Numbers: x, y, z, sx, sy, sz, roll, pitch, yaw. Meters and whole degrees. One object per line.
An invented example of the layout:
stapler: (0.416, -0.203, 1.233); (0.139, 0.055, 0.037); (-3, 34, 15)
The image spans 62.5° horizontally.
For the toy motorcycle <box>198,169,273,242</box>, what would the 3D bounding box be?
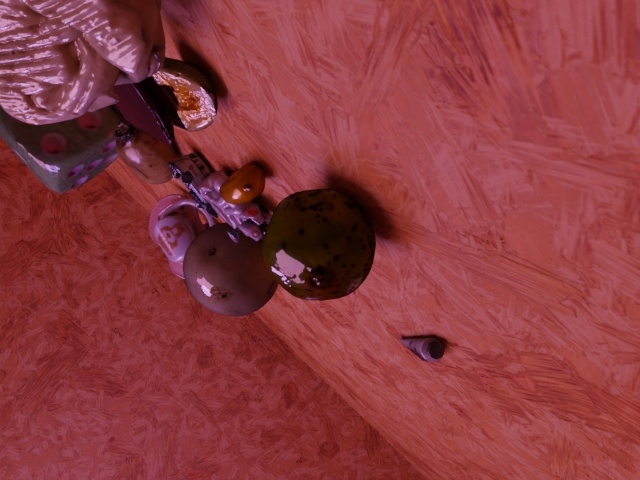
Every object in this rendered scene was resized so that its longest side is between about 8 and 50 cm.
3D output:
toy motorcycle: (-0.219, -0.095, 1.305); (0.260, 0.110, 0.170); (36, 160, 35)

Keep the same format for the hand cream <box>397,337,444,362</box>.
hand cream: (0.229, 0.247, 1.197); (0.080, 0.050, 0.234); (39, 169, 4)

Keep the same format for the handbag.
handbag: (-0.443, -0.364, 1.228); (0.260, 0.084, 0.275); (31, 159, 39)

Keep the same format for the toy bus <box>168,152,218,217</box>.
toy bus: (-0.328, -0.156, 1.443); (0.087, 0.089, 0.193); (26, 156, 50)

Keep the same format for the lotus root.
lotus root: (-0.502, -0.261, 1.512); (0.160, 0.146, 0.284); (21, 167, 11)

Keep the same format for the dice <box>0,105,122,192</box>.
dice: (-0.879, -0.378, 1.801); (0.322, 0.330, 0.318); (47, 159, -7)

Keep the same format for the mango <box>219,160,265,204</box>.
mango: (-0.172, -0.120, 1.142); (0.066, 0.101, 0.187); (51, 163, -23)

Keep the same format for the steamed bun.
steamed bun: (-0.375, -0.377, 0.773); (0.347, 0.237, 0.394); (21, 132, -12)

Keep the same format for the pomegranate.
pomegranate: (-0.018, 0.002, 0.917); (0.246, 0.198, 0.198); (23, 153, 52)

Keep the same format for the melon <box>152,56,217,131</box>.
melon: (-0.234, -0.278, 0.974); (0.128, 0.079, 0.160); (14, 150, 26)

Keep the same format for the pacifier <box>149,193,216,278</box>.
pacifier: (-0.494, -0.014, 1.952); (0.332, 0.221, 0.273); (56, 164, 7)

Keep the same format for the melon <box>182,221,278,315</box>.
melon: (-0.246, 0.088, 1.533); (0.269, 0.268, 0.330); (37, 171, 25)
